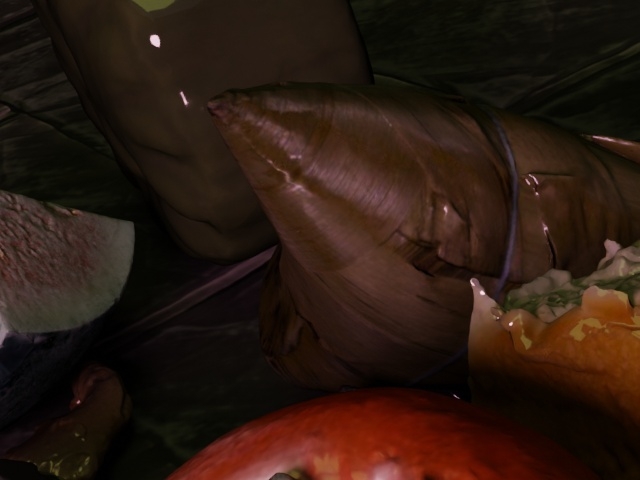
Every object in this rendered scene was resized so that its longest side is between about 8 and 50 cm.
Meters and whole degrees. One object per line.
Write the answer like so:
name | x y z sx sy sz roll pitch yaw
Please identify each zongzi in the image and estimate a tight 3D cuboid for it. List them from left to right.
zongzi | 0.000 0.000 1.209 0.360 0.159 0.323 15 -23 -36

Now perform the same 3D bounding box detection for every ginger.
ginger | -0.170 0.135 1.382 0.069 0.051 0.173 -16 17 24

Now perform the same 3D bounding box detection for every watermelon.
watermelon | -0.270 0.042 1.384 0.320 0.213 0.289 -29 12 -13

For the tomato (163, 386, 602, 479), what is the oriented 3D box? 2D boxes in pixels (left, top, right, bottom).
tomato | 0.032 0.234 0.815 0.341 0.273 0.341 -19 46 21

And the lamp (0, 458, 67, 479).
lamp | -0.201 0.211 0.983 0.250 0.284 0.250 -25 44 27

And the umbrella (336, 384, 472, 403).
umbrella | 0.157 0.129 1.195 0.340 0.118 0.118 -6 27 2

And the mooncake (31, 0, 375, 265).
mooncake | -0.100 -0.154 1.567 0.194 0.356 0.356 -24 28 -11

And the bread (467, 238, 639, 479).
bread | 0.233 0.121 0.976 0.279 0.250 0.225 5 16 34
